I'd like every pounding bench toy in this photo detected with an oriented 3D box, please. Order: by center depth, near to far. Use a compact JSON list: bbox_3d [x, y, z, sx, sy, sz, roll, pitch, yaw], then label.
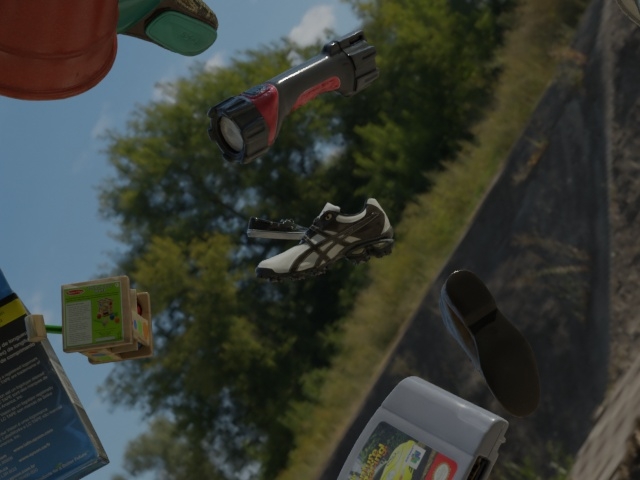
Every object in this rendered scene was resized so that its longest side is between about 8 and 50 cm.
[{"bbox_3d":[-0.177,0.065,0.800,0.065,0.083,0.052,65,-163,-72],"label":"pounding bench toy"}]

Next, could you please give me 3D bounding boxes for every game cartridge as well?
[{"bbox_3d":[0.111,0.337,1.399,0.060,0.196,0.294,33,-99,-38],"label":"game cartridge"}]

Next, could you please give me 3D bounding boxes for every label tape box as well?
[{"bbox_3d":[-0.479,0.221,1.455,0.240,0.334,0.106,-28,-12,-8],"label":"label tape box"}]

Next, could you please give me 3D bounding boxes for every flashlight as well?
[{"bbox_3d":[-0.034,-0.222,1.635,0.304,0.103,0.103,-31,-9,-33],"label":"flashlight"}]

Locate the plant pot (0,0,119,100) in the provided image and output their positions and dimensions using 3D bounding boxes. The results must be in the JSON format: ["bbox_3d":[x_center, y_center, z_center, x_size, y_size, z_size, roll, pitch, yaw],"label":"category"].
[{"bbox_3d":[-0.357,-0.366,1.317,0.272,0.272,0.265,-48,-4,-43],"label":"plant pot"}]

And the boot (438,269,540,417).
[{"bbox_3d":[0.327,0.209,2.036,0.112,0.305,0.115,-21,-17,-19],"label":"boot"}]

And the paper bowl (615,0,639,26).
[{"bbox_3d":[0.466,-0.291,1.145,0.284,0.284,0.148,92,-168,-72],"label":"paper bowl"}]

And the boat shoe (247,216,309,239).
[{"bbox_3d":[-0.071,-0.023,2.004,0.049,0.142,0.040,180,93,-73],"label":"boat shoe"}]

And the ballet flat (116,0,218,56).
[{"bbox_3d":[-0.363,-0.483,2.053,0.164,0.182,0.483,-36,-10,16],"label":"ballet flat"}]

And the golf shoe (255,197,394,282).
[{"bbox_3d":[0.000,0.000,1.421,0.198,0.094,0.077,-16,1,-7],"label":"golf shoe"}]
